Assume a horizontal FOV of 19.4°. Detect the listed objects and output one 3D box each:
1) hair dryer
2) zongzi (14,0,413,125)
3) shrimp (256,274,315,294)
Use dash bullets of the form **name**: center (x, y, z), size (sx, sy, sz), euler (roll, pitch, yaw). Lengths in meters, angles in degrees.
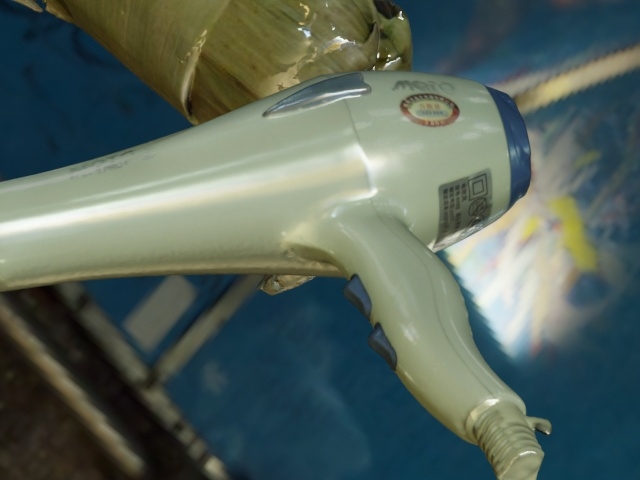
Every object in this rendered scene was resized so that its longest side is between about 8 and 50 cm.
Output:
- **hair dryer**: center (-0.037, 0.012, 0.948), size (0.296, 0.298, 0.119), euler (1, -55, 3)
- **zongzi**: center (0.005, -0.152, 1.424), size (0.447, 0.181, 0.418), euler (41, 21, 29)
- **shrimp**: center (0.000, 0.000, 1.379), size (0.091, 0.161, 0.034), euler (-24, -82, 27)
